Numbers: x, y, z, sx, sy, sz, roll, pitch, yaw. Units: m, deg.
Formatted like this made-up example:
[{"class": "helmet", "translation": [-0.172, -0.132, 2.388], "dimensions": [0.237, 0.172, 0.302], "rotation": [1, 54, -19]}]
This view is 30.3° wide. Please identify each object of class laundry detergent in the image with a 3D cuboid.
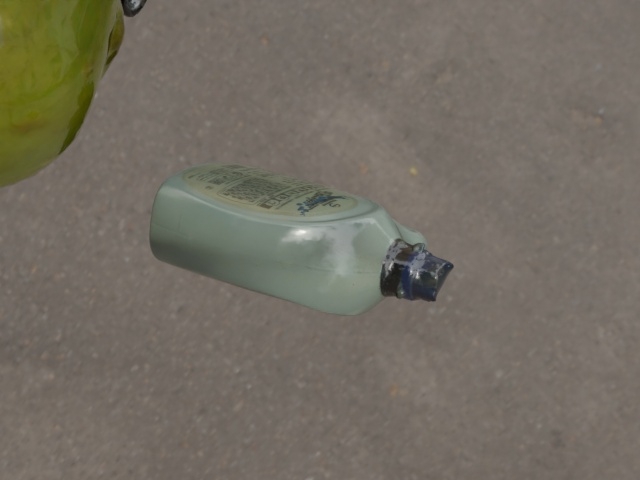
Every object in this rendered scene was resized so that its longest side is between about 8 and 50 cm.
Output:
[{"class": "laundry detergent", "translation": [0.000, 0.000, 1.131], "dimensions": [0.280, 0.105, 0.215], "rotation": [13, 13, 25]}]

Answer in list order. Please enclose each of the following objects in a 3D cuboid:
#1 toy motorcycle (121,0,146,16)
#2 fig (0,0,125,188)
[{"class": "toy motorcycle", "translation": [-0.244, -0.336, 1.169], "dimensions": [0.127, 0.275, 0.205], "rotation": [8, 45, 17]}, {"class": "fig", "translation": [-0.286, -0.180, 0.757], "dimensions": [0.326, 0.258, 0.258], "rotation": [23, 44, -13]}]
